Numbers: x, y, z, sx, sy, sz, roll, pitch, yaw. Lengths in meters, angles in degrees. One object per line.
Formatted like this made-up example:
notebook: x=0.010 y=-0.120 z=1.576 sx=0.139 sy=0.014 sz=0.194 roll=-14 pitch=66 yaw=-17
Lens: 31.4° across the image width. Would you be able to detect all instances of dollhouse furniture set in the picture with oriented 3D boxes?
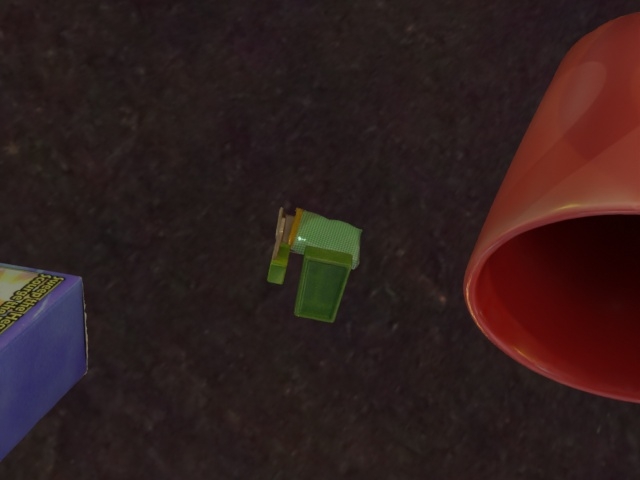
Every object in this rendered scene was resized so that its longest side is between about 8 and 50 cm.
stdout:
dollhouse furniture set: x=0.000 y=0.000 z=0.944 sx=0.076 sy=0.151 sz=0.058 roll=12 pitch=120 yaw=-3

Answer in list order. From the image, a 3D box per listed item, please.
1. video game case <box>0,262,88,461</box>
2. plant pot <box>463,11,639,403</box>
video game case: x=-0.270 y=0.077 z=0.483 sx=0.244 sy=0.269 sz=0.061 roll=8 pitch=115 yaw=15
plant pot: x=0.272 y=-0.036 z=0.926 sx=0.275 sy=0.243 sz=0.275 roll=12 pitch=146 yaw=8
